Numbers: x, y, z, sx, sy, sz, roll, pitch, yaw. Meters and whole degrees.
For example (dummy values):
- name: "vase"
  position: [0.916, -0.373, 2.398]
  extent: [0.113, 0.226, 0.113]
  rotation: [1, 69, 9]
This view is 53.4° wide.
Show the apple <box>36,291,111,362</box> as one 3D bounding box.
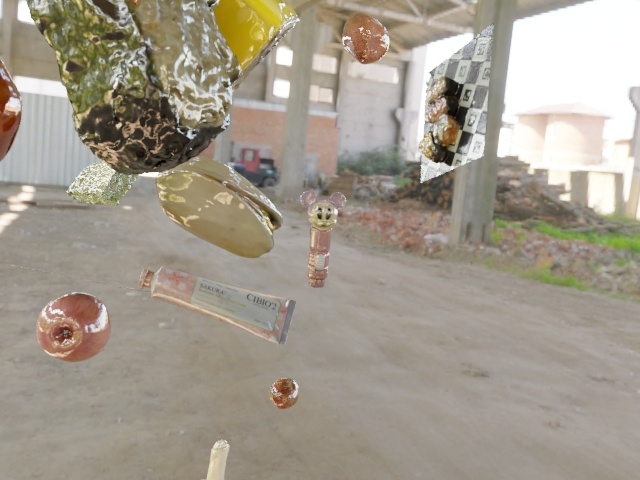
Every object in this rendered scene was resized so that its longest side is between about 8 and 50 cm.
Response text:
- name: "apple"
  position: [-0.536, 0.191, 1.384]
  extent: [0.153, 0.154, 0.120]
  rotation: [5, 4, -8]

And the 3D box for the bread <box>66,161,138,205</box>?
- name: "bread"
  position: [-0.519, -0.153, 1.579]
  extent: [0.064, 0.232, 0.173]
  rotation: [48, 10, -43]

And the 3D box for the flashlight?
- name: "flashlight"
  position: [0.000, 0.000, 0.714]
  extent: [0.052, 0.111, 0.031]
  rotation: [3, 12, -9]

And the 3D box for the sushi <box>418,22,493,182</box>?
- name: "sushi"
  position: [0.273, -0.296, 1.404]
  extent: [0.050, 0.290, 0.264]
  rotation: [11, -12, -21]

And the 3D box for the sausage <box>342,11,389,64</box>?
- name: "sausage"
  position: [0.076, -0.356, 1.118]
  extent: [0.077, 0.077, 0.194]
  rotation: [5, 23, -9]

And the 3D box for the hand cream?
- name: "hand cream"
  position: [-0.139, 0.082, 0.855]
  extent: [0.209, 0.067, 0.043]
  rotation: [17, -29, -8]

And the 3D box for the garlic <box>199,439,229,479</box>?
- name: "garlic"
  position: [-0.187, 0.459, 1.117]
  extent: [0.199, 0.226, 0.199]
  rotation: [19, 2, -1]

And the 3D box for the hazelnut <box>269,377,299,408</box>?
- name: "hazelnut"
  position: [-0.097, 0.406, 1.696]
  extent: [0.086, 0.086, 0.086]
  rotation: [5, 6, -1]

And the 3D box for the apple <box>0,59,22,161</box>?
- name: "apple"
  position: [-0.575, -0.197, 0.950]
  extent: [0.229, 0.230, 0.230]
  rotation: [5, 6, -1]

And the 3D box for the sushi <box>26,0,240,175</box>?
- name: "sushi"
  position: [-0.223, -0.256, 0.775]
  extent: [0.170, 0.350, 0.211]
  rotation: [-21, -9, 22]

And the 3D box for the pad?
- name: "pad"
  position: [-0.493, 0.081, 1.340]
  extent: [0.265, 0.002, 0.176]
  rotation: [11, -6, 7]

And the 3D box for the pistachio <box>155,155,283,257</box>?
- name: "pistachio"
  position: [-0.208, -0.079, 1.340]
  extent: [0.287, 0.166, 0.197]
  rotation: [25, -28, -20]

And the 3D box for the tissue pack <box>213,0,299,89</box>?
- name: "tissue pack"
  position: [-0.249, -0.432, 1.089]
  extent: [0.382, 0.228, 0.293]
  rotation: [40, 18, -12]
